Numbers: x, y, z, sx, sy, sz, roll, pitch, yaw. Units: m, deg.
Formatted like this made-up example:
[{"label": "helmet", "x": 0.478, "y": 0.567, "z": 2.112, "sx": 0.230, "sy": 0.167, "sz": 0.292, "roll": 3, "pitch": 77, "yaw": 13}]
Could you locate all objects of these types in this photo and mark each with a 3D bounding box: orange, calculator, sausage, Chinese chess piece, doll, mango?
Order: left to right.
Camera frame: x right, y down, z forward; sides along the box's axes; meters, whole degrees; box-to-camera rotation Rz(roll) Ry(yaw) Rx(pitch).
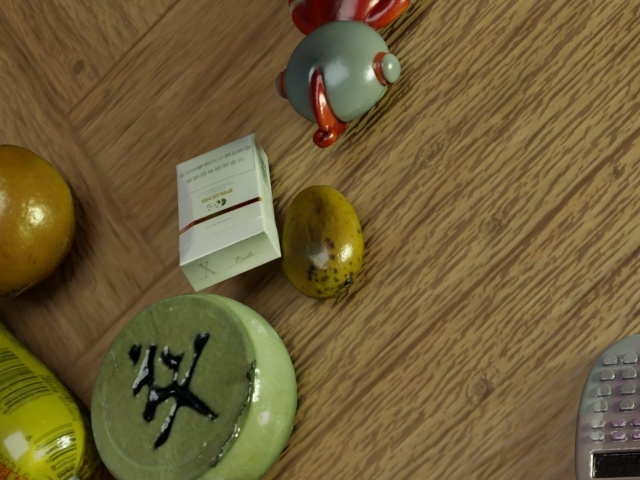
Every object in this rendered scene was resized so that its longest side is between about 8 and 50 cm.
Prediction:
[{"label": "sausage", "x": -0.316, "y": 0.147, "z": 1.305, "sx": 0.347, "sy": 0.123, "sz": 0.123, "roll": 35, "pitch": 90, "yaw": 38}, {"label": "orange", "x": -0.316, "y": -0.017, "z": 1.376, "sx": 0.155, "sy": 0.134, "sz": 0.154, "roll": -4, "pitch": 74, "yaw": 14}, {"label": "Chinese chess piece", "x": -0.112, "y": 0.138, "z": 1.206, "sx": 0.188, "sy": 0.083, "sz": 0.188, "roll": -12, "pitch": 65, "yaw": 28}, {"label": "mango", "x": 0.000, "y": 0.000, "z": 1.215, "sx": 0.079, "sy": 0.057, "sz": 0.114, "roll": -31, "pitch": 48, "yaw": 22}, {"label": "doll", "x": 0.024, "y": -0.190, "z": 1.270, "sx": 0.142, "sy": 0.076, "sz": 0.245, "roll": -7, "pitch": 62, "yaw": 31}, {"label": "calculator", "x": 0.237, "y": 0.147, "z": 1.018, "sx": 0.103, "sy": 0.024, "sz": 0.165, "roll": -7, "pitch": 64, "yaw": 29}]

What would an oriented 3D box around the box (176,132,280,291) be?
[{"label": "box", "x": -0.085, "y": -0.028, "z": 1.249, "sx": 0.084, "sy": 0.040, "sz": 0.154, "roll": -20, "pitch": 38, "yaw": 8}]
